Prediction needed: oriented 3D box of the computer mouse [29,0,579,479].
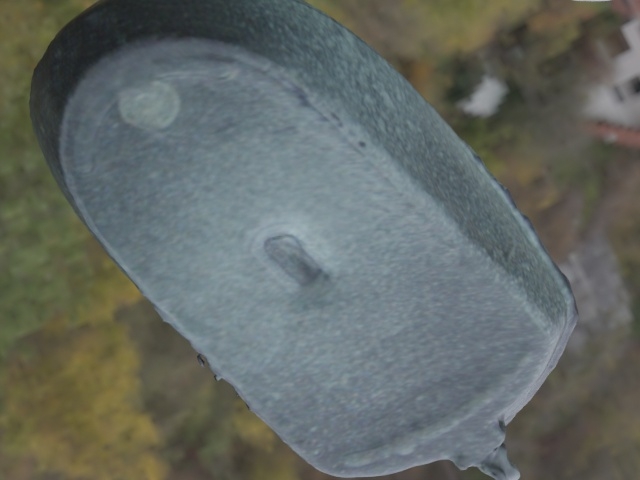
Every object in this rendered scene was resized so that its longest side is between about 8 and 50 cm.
[{"bbox_3d":[-0.001,-0.004,0.633,0.113,0.068,0.229,-32,121,18],"label":"computer mouse"}]
